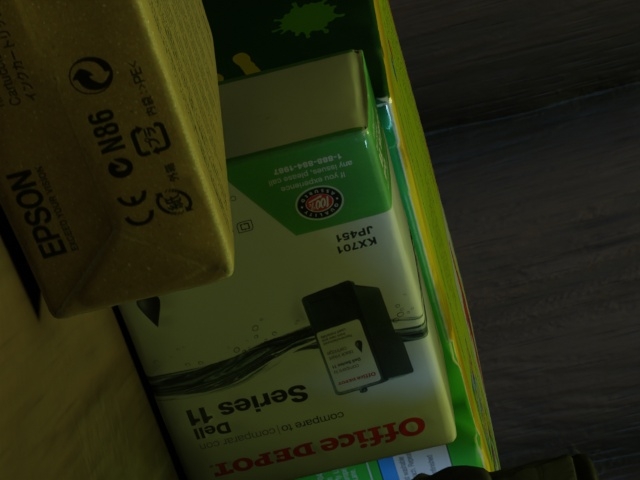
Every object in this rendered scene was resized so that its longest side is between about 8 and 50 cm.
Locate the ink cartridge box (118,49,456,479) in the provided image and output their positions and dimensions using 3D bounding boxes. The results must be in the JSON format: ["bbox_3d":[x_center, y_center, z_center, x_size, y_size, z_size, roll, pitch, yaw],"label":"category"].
[{"bbox_3d":[-0.024,0.023,1.042,0.087,0.153,0.208,-96,170,-55],"label":"ink cartridge box"}]

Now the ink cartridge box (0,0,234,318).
[{"bbox_3d":[-0.110,-0.118,0.835,0.193,0.088,0.235,-100,173,-52],"label":"ink cartridge box"}]

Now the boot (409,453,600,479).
[{"bbox_3d":[0.041,0.156,0.992,0.338,0.222,0.118,-10,87,-85],"label":"boot"}]

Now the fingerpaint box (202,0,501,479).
[{"bbox_3d":[0.000,0.000,1.321,0.371,0.163,0.445,-96,171,-52],"label":"fingerpaint box"}]
